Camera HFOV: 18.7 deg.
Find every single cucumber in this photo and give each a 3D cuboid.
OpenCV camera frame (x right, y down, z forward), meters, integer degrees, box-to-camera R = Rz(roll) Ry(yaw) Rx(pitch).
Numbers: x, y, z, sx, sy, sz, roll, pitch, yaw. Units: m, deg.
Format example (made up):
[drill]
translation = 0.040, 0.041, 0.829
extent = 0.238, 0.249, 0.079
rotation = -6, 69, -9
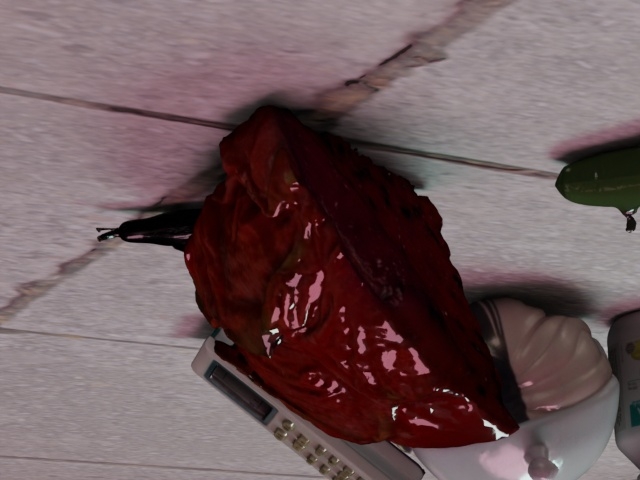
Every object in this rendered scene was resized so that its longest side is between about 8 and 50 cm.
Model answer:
[cucumber]
translation = -0.116, -0.009, 1.736
extent = 0.163, 0.039, 0.043
rotation = -5, -177, 3

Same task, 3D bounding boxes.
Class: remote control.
[remote control]
translation = -0.018, 0.198, 2.136
extent = 0.277, 0.055, 0.103
rotation = 38, 158, 1

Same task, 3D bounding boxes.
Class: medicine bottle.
[medicine bottle]
translation = 0.392, 0.191, 2.155
extent = 0.135, 0.215, 0.135
rotation = -2, 162, -1

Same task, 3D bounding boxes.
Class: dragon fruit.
[dragon fruit]
translation = 0.000, 0.000, 1.609
extent = 0.302, 0.240, 0.330
rotation = 2, 141, 28

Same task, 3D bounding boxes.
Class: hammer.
[hammer]
translation = 0.336, -0.055, 1.561
extent = 0.335, 0.119, 0.206
rotation = -7, 161, 37

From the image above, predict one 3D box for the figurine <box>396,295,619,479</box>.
[figurine]
translation = 0.219, 0.188, 2.144
extent = 0.253, 0.211, 0.361
rotation = -34, 163, -6
